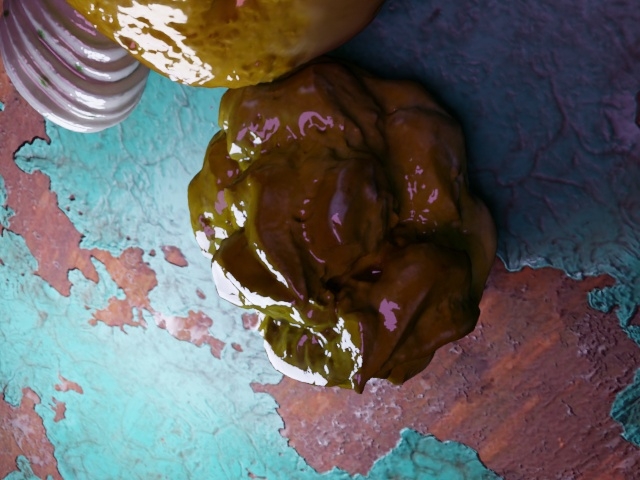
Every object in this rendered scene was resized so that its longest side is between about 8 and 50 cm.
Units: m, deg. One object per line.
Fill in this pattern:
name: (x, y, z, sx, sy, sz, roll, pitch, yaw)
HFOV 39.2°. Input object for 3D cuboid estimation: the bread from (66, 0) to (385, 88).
bread: (-0.077, -0.313, 0.713, 0.361, 0.250, 0.394, 40, 129, 2)

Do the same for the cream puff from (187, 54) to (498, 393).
cream puff: (-0.001, -0.001, 0.862, 0.291, 0.257, 0.325, -12, 112, 28)

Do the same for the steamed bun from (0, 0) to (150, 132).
steamed bun: (-0.271, -0.203, 0.970, 0.182, 0.106, 0.183, 13, 125, 19)
